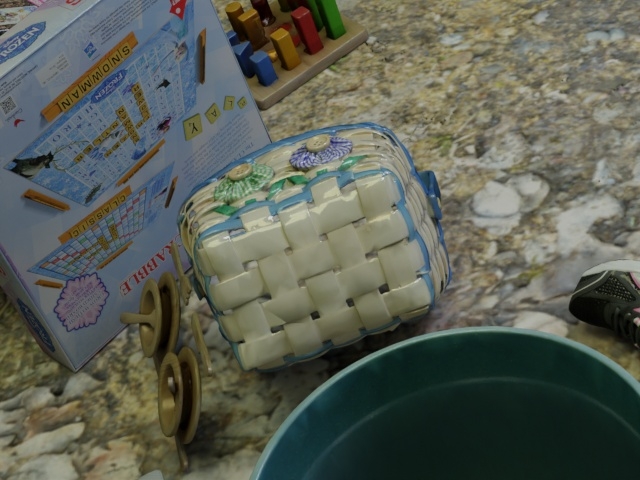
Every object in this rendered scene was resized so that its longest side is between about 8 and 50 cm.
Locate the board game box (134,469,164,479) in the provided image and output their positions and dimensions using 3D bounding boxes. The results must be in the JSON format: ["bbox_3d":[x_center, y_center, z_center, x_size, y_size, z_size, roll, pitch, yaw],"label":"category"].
[{"bbox_3d":[-0.184,0.307,1.053,0.224,0.097,0.303,-21,21,-7],"label":"board game box"}]

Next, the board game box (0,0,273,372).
[{"bbox_3d":[-0.206,-0.087,1.414,0.319,0.318,0.066,-43,43,-23],"label":"board game box"}]

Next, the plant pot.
[{"bbox_3d":[0.113,0.242,0.950,0.272,0.255,0.271,-12,40,10],"label":"plant pot"}]

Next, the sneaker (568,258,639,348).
[{"bbox_3d":[0.286,0.070,1.201,0.178,0.072,0.077,9,46,33],"label":"sneaker"}]

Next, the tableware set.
[{"bbox_3d":[-0.145,0.104,1.320,0.039,0.128,0.194,3,35,-20],"label":"tableware set"}]

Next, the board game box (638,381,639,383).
[{"bbox_3d":[0.309,0.167,1.121,0.260,0.030,0.136,-4,41,21],"label":"board game box"}]

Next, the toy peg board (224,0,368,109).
[{"bbox_3d":[-0.058,-0.255,1.716,0.161,0.079,0.161,-36,41,-16],"label":"toy peg board"}]

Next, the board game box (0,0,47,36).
[{"bbox_3d":[-0.288,-0.143,1.503,0.291,0.232,0.141,-14,33,-30],"label":"board game box"}]

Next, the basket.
[{"bbox_3d":[0.000,0.000,1.335,0.255,0.201,0.289,-21,6,1],"label":"basket"}]

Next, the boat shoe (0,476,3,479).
[{"bbox_3d":[-0.389,0.194,1.278,0.324,0.116,0.123,35,73,18],"label":"boat shoe"}]
